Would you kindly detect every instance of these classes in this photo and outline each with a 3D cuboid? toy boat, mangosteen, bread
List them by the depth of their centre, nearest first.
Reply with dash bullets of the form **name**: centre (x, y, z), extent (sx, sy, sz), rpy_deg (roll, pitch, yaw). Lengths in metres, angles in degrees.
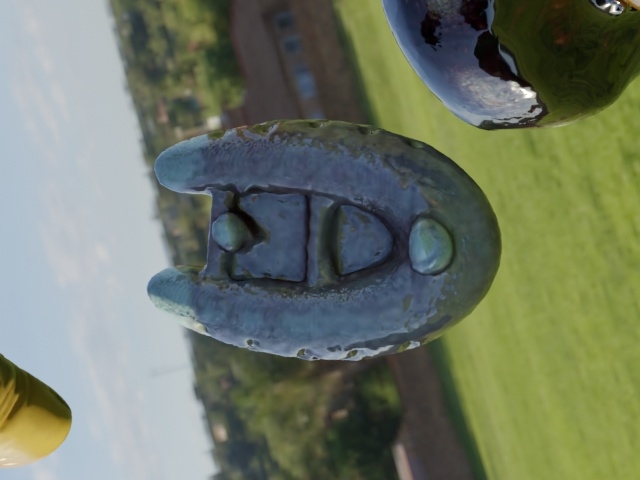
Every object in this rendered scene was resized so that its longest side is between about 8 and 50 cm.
- **toy boat**: centre (0.000, 0.000, 0.999), extent (0.085, 0.228, 0.155), rpy_deg (3, -88, -81)
- **bread**: centre (-0.313, 0.106, 1.239), extent (0.305, 0.142, 0.091), rpy_deg (51, -127, -60)
- **mangosteen**: centre (0.186, -0.230, 1.269), extent (0.233, 0.288, 0.287), rpy_deg (-102, 0, -51)
